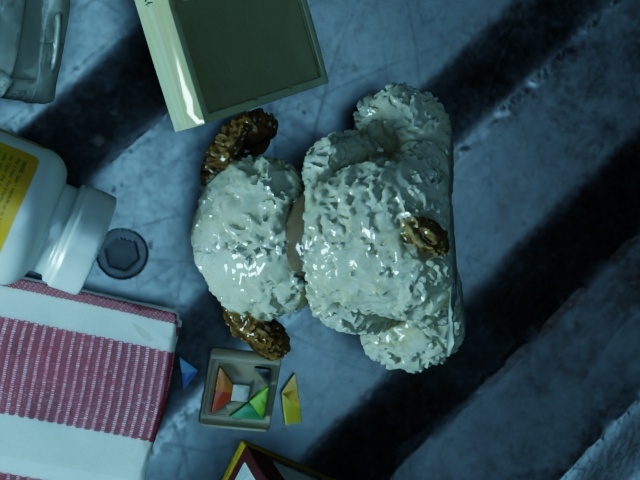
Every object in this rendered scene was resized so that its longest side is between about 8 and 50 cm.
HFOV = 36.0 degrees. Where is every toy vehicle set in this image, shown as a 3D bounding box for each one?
[{"bbox_3d":[-0.089,-0.237,0.803,0.166,0.035,0.266,-27,105,-48],"label":"toy vehicle set"}]

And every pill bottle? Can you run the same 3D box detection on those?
[{"bbox_3d":[-0.275,-0.035,0.778,0.209,0.117,0.117,23,89,-16],"label":"pill bottle"}]

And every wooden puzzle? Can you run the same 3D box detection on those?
[{"bbox_3d":[-0.072,0.137,0.903,0.116,0.014,0.078,1,95,-15],"label":"wooden puzzle"}]

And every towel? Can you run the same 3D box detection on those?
[{"bbox_3d":[-0.269,0.194,0.847,0.237,0.037,0.328,14,90,-14],"label":"towel"}]

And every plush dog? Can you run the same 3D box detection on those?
[{"bbox_3d":[0.000,0.000,0.836,0.226,0.210,0.262,-3,95,12],"label":"plush dog"}]

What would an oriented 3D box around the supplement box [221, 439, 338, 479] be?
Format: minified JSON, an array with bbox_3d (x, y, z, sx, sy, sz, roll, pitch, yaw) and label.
[{"bbox_3d":[0.005,0.291,0.845,0.191,0.194,0.129,27,88,-16],"label":"supplement box"}]

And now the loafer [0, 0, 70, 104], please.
[{"bbox_3d":[-0.220,-0.266,0.784,0.112,0.112,0.319,17,89,-36],"label":"loafer"}]
